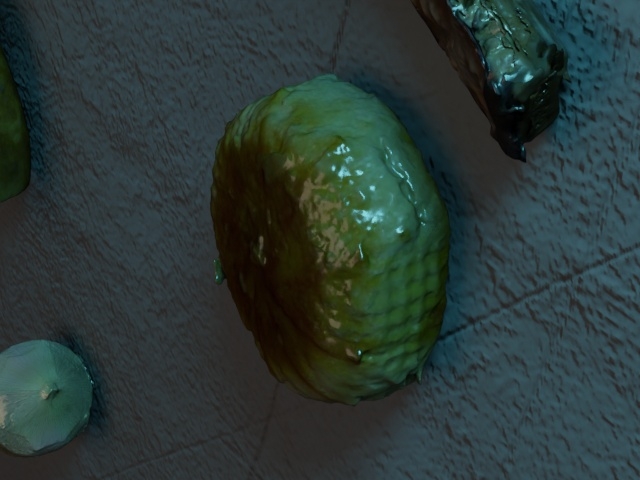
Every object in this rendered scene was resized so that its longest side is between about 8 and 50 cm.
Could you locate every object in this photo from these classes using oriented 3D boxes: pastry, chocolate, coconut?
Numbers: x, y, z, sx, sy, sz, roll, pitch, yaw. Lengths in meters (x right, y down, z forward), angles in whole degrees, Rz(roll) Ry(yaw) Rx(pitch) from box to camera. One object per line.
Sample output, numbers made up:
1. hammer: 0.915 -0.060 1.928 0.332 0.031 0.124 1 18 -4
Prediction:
1. pastry: 0.000 0.000 1.058 0.182 0.093 0.192 38 137 48
2. chocolate: 0.041 -0.195 0.913 0.329 0.065 0.102 61 180 18
3. coconut: -0.258 0.143 1.566 0.124 0.110 0.110 -17 91 63

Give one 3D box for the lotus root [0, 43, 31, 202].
1. lotus root: -0.362 -0.123 1.491 0.188 0.199 0.180 40 142 33
